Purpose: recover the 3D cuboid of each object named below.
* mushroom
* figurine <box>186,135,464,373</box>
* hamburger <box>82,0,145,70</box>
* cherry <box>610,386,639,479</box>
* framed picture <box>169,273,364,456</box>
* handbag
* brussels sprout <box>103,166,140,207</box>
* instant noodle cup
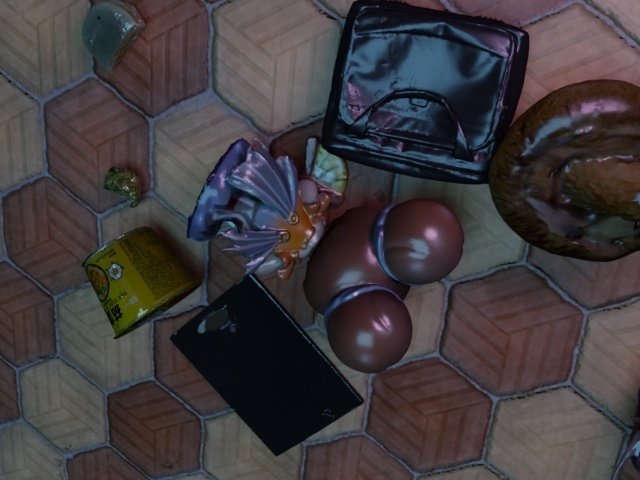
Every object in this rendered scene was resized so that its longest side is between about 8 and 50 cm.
[{"bbox_3d":[0.383,-0.090,0.962,0.283,0.195,0.263,17,123,19],"label":"mushroom"},{"bbox_3d":[0.001,-0.001,1.107,0.388,0.248,0.277,31,92,2],"label":"figurine"},{"bbox_3d":[-0.355,-0.349,1.179,0.084,0.054,0.121,43,124,-4],"label":"hamburger"},{"bbox_3d":[0.569,0.288,1.059,0.266,0.184,0.213,-2,119,2],"label":"cherry"},{"bbox_3d":[-0.107,0.245,1.350,0.244,0.013,0.324,-38,95,26],"label":"framed picture"},{"bbox_3d":[0.147,-0.214,1.029,0.275,0.088,0.244,14,101,10],"label":"handbag"},{"bbox_3d":[-0.355,-0.101,1.273,0.085,0.058,0.085,20,149,13],"label":"brussels sprout"},{"bbox_3d":[-0.328,0.068,1.271,0.182,0.182,0.144,-35,87,26],"label":"instant noodle cup"}]
